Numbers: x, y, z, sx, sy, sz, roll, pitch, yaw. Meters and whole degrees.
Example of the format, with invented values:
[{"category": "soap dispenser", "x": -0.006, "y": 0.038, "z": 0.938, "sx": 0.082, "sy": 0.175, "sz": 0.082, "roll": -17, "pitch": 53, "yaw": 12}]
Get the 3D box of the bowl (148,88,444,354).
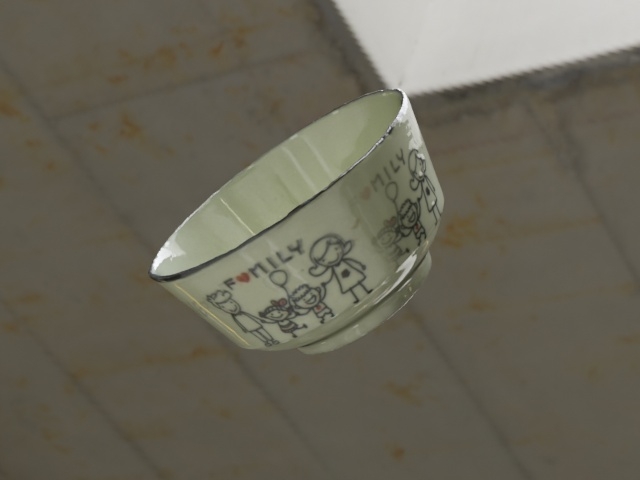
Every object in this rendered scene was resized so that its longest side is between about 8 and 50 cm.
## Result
[{"category": "bowl", "x": 0.000, "y": 0.000, "z": 1.226, "sx": 0.238, "sy": 0.237, "sz": 0.126, "roll": -24, "pitch": -70, "yaw": 40}]
